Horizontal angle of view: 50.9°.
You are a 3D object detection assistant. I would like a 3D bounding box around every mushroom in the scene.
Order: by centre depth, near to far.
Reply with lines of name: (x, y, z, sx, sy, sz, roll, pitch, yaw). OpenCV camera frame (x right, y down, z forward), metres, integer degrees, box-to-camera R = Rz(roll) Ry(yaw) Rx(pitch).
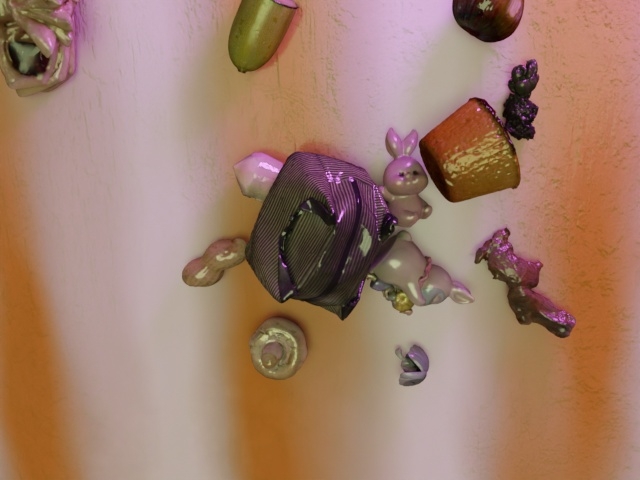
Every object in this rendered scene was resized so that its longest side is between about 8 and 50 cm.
mushroom: (-0.106, 0.265, 1.646, 0.154, 0.122, 0.154, 4, 105, 14)

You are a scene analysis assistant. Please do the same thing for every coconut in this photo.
coconut: (-0.143, -0.146, 1.546, 0.124, 0.110, 0.110, 21, 107, -6)

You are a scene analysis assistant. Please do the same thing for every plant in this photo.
plant: (0.433, -0.300, 1.446, 0.085, 0.087, 0.174, -10, 112, -21)

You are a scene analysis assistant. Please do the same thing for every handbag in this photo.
handbag: (0.000, 0.000, 1.475, 0.247, 0.240, 0.341, 17, 111, -28)

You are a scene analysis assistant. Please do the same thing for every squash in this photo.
squash: (-0.134, -0.450, 1.455, 0.123, 0.123, 0.187, 26, 110, -1)

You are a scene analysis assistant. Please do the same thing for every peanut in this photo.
peanut: (-0.254, 0.053, 1.630, 0.187, 0.082, 0.082, -38, 98, 14)

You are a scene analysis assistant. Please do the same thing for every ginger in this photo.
ginger: (0.475, 0.109, 1.559, 0.122, 0.084, 0.290, -39, 94, -7)

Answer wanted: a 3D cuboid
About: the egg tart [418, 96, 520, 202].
egg tart: (0.315, -0.178, 1.409, 0.170, 0.215, 0.215, -28, 101, -1)

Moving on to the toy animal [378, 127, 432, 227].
toy animal: (0.185, -0.142, 1.498, 0.124, 0.124, 0.213, -3, 109, 8)

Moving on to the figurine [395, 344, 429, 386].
figurine: (0.227, 0.304, 1.642, 0.082, 0.086, 0.094, -29, 142, 28)

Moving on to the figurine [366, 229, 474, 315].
figurine: (0.228, 0.104, 1.558, 0.235, 0.127, 0.155, 39, 88, -7)

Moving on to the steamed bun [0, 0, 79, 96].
steamed bun: (-0.626, -0.533, 1.463, 0.247, 0.189, 0.428, -4, 105, 1)

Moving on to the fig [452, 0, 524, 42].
fig: (0.380, -0.523, 1.367, 0.149, 0.149, 0.245, 38, 95, -4)
